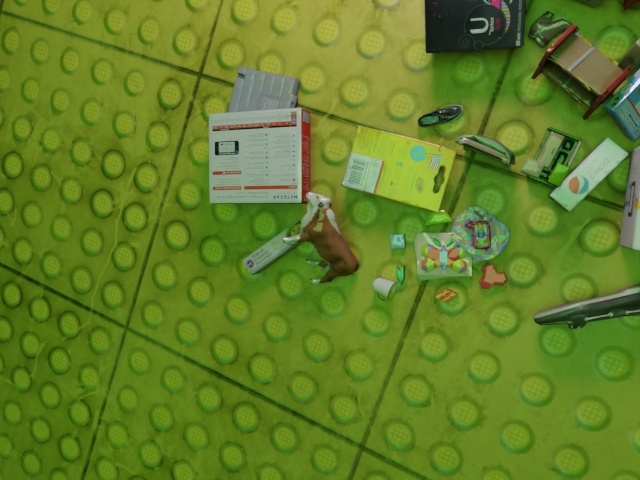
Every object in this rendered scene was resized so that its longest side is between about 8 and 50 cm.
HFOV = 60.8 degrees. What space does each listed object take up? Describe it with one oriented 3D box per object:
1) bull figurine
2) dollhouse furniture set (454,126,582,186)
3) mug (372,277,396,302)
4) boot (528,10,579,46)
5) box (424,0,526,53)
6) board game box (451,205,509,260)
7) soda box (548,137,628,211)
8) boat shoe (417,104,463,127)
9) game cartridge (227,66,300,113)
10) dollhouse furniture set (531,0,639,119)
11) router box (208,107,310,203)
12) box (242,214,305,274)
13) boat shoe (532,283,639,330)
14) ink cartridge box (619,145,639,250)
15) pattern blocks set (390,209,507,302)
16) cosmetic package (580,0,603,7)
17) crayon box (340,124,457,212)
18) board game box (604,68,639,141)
[{"bbox_3d":[0.000,0.000,1.734,0.188,0.101,0.310,-23,111,19],"label":"bull figurine"},{"bbox_3d":[0.554,-0.277,1.524,0.302,0.197,0.151,27,102,16],"label":"dollhouse furniture set"},{"bbox_3d":[0.198,0.156,1.742,0.064,0.062,0.078,23,93,25],"label":"mug"},{"bbox_3d":[0.661,-0.595,1.560,0.118,0.042,0.087,36,109,15],"label":"boot"},{"bbox_3d":[0.440,-0.633,1.552,0.271,0.143,0.165,2,117,19],"label":"box"},{"bbox_3d":[0.474,-0.021,1.628,0.169,0.033,0.133,41,98,13],"label":"board game box"},{"bbox_3d":[0.747,-0.181,1.530,0.074,0.069,0.216,45,106,12],"label":"soda box"},{"bbox_3d":[0.366,-0.379,1.668,0.142,0.040,0.049,-16,87,19],"label":"boat shoe"},{"bbox_3d":[-0.212,-0.393,1.861,0.230,0.068,0.354,17,98,14],"label":"game cartridge"},{"bbox_3d":[0.795,-0.539,1.479,0.374,0.152,0.201,-43,78,-2],"label":"dollhouse furniture set"},{"bbox_3d":[-0.203,-0.270,1.790,0.336,0.082,0.301,2,93,19],"label":"router box"},{"bbox_3d":[-0.118,0.006,1.841,0.324,0.067,0.063,-35,80,18],"label":"box"},{"bbox_3d":[0.773,0.204,1.517,0.335,0.112,0.095,-18,82,16],"label":"boat shoe"},{"bbox_3d":[0.911,-0.102,1.408,0.198,0.197,0.270,6,95,19],"label":"ink cartridge box"},{"bbox_3d":[0.383,0.049,1.689,0.325,0.026,0.285,-15,87,19],"label":"pattern blocks set"},{"bbox_3d":[0.648,-0.757,1.451,0.310,0.160,0.113,24,96,0],"label":"cosmetic package"},{"bbox_3d":[0.245,-0.220,1.696,0.319,0.081,0.202,19,99,18],"label":"crayon box"},{"bbox_3d":[0.871,-0.389,1.438,0.211,0.160,0.039,-48,38,15],"label":"board game box"}]
